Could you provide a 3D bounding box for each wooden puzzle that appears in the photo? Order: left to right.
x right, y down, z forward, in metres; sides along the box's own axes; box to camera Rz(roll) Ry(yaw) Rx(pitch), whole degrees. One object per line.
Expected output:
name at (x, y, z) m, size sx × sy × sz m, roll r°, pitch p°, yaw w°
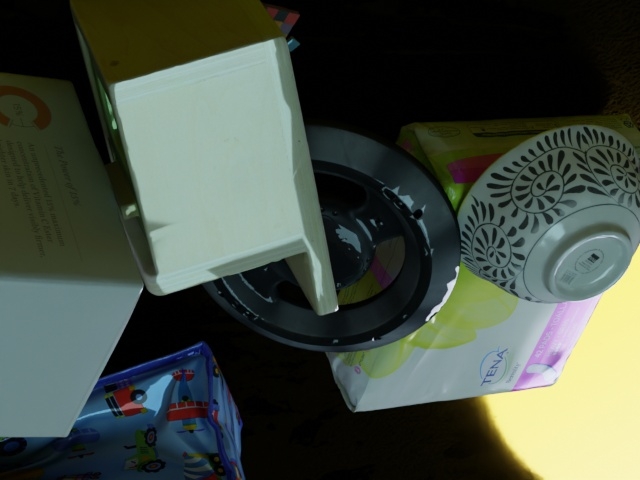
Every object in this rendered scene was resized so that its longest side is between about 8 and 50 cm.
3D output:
wooden puzzle at (-0.048, -0.157, 1.300) m, size 0.083 × 0.006 × 0.049 m, roll 8°, pitch 131°, yaw -34°

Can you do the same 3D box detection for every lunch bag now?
lunch bag at (-0.213, 0.213, 1.524) m, size 0.293 × 0.138 × 0.221 m, roll -13°, pitch 158°, yaw -1°

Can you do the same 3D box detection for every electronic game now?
electronic game at (0.000, 0.000, 1.405) m, size 0.229 × 0.048 × 0.229 m, roll 6°, pitch 128°, yaw 8°

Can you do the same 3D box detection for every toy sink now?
toy sink at (-0.087, -0.057, 1.231) m, size 0.131 × 0.153 × 0.234 m, roll -17°, pitch 125°, yaw -9°

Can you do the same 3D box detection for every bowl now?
bowl at (0.200, -0.004, 1.393) m, size 0.170 × 0.080 × 0.170 m, roll -14°, pitch 135°, yaw -15°

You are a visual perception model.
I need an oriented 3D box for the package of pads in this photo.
package of pads at (0.141, 0.024, 1.530) m, size 0.229 × 0.101 × 0.296 m, roll -5°, pitch 137°, yaw -24°

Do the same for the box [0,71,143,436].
box at (-0.326, 0.001, 1.169) m, size 0.345 × 0.215 × 0.168 m, roll 4°, pitch 133°, yaw -31°
